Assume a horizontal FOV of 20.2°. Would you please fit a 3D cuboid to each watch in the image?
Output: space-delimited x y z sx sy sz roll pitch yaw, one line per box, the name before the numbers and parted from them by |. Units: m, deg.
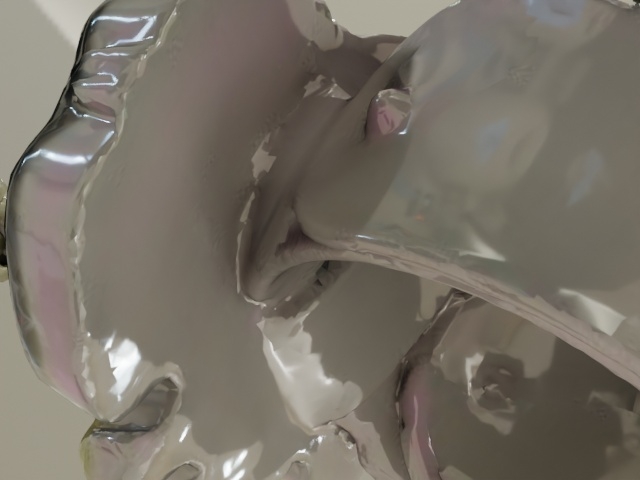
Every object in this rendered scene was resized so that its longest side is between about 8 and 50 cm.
watch | 0.051 0.026 0.536 0.231 0.196 0.244 21 -25 31

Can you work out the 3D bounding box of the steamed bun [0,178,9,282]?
steamed bun | -0.340 -0.089 0.987 0.394 0.237 0.346 57 -10 29
